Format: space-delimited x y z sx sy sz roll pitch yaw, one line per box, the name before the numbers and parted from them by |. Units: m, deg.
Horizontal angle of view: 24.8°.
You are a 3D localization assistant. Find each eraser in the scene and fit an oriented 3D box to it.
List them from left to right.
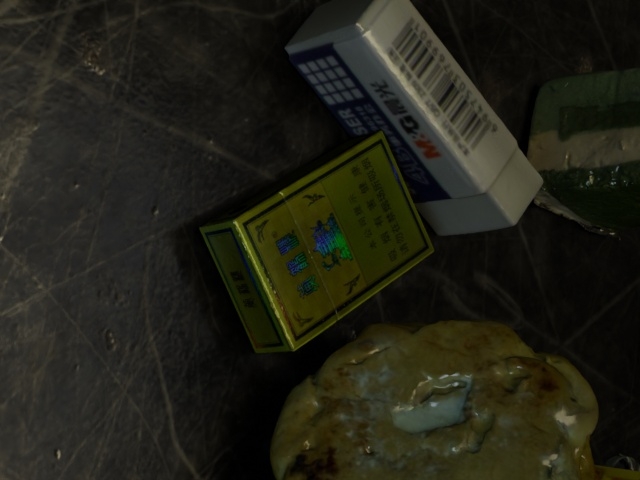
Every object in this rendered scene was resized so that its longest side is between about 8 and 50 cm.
eraser | 0.098 -0.127 1.491 0.279 0.124 0.081 49 58 -23

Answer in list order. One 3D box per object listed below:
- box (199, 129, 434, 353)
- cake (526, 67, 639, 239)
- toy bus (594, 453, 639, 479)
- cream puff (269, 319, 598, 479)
box | 0.000 0.000 1.433 0.220 0.064 0.141 -34 106 -39
cake | 0.353 -0.118 1.613 0.172 0.283 0.158 14 74 -20
toy bus | 0.430 0.345 1.593 0.330 0.144 0.152 27 73 -32
cream puff | 0.117 0.245 1.394 0.257 0.291 0.324 72 28 -45
